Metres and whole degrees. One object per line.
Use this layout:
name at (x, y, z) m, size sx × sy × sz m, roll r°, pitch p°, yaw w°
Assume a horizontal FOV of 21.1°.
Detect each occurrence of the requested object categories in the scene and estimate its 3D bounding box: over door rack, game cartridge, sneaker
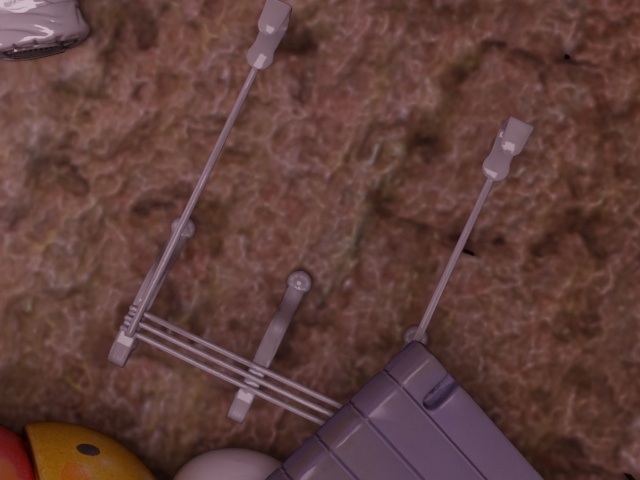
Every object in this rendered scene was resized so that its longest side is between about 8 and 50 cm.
over door rack at (0.000, 0.000, 1.409) m, size 0.240 × 0.108 × 0.324 m, roll 25°, pitch 95°, yaw -1°
game cartridge at (0.105, 0.279, 1.385) m, size 0.230 × 0.068 × 0.355 m, roll -41°, pitch 110°, yaw -1°
sneaker at (-0.314, -0.198, 1.432) m, size 0.232 × 0.090 × 0.115 m, roll -10°, pitch 85°, yaw -7°

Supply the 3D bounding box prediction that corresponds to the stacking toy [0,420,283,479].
stacking toy at (-0.241, 0.246, 1.374) m, size 0.480 × 0.350 × 0.350 m, roll -11°, pitch 92°, yaw -16°
